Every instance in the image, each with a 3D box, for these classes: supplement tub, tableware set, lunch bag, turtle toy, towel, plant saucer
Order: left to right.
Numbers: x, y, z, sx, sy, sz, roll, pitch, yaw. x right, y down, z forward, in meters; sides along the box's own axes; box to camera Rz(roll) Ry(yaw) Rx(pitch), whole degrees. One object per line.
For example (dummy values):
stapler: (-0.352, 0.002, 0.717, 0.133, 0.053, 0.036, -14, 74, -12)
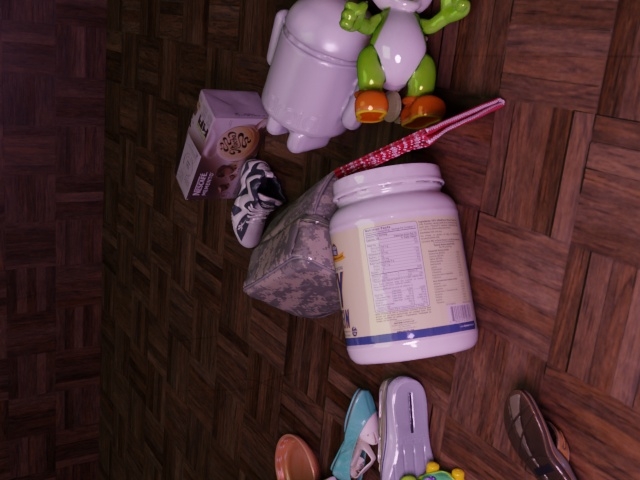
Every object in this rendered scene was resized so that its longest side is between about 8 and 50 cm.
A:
plant saucer: (-0.053, 0.589, 1.868, 0.200, 0.037, 0.200, 9, 101, 57)
lunch bag: (0.000, 0.000, 1.553, 0.305, 0.212, 0.256, -33, 40, 55)
supplement tub: (0.142, 0.044, 1.313, 0.235, 0.235, 0.325, -19, 78, 57)
tableware set: (0.163, -0.313, 1.434, 0.141, 0.020, 0.169, -2, 90, 55)
towel: (0.167, -0.172, 1.291, 0.274, 0.198, 0.031, -18, 97, 57)
turtle toy: (0.210, 0.471, 1.381, 0.130, 0.066, 0.095, 9, 104, 23)

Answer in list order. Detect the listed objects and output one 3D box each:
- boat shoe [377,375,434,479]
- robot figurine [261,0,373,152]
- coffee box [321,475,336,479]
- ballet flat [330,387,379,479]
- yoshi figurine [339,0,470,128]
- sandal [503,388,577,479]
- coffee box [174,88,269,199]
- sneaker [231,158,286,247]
boat shoe: (0.166, 0.419, 1.467, 0.094, 0.109, 0.303, 166, 106, -74)
robot figurine: (0.000, -0.354, 1.516, 0.300, 0.199, 0.354, 39, 129, 23)
coffee box: (-0.105, 0.777, 1.658, 0.338, 0.337, 0.335, -45, 65, 51)
ballet flat: (0.091, 0.433, 1.601, 0.087, 0.083, 0.248, 28, 120, 26)
yoshi figurine: (0.151, -0.393, 1.293, 0.202, 0.203, 0.363, -1, 82, 37)
sandal: (0.366, 0.335, 1.170, 0.219, 0.060, 0.090, 59, 147, 13)
coffee box: (-0.268, -0.252, 1.979, 0.119, 0.168, 0.297, 62, 140, 32)
sneaker: (-0.156, -0.082, 1.891, 0.153, 0.094, 0.235, 32, 111, 61)
